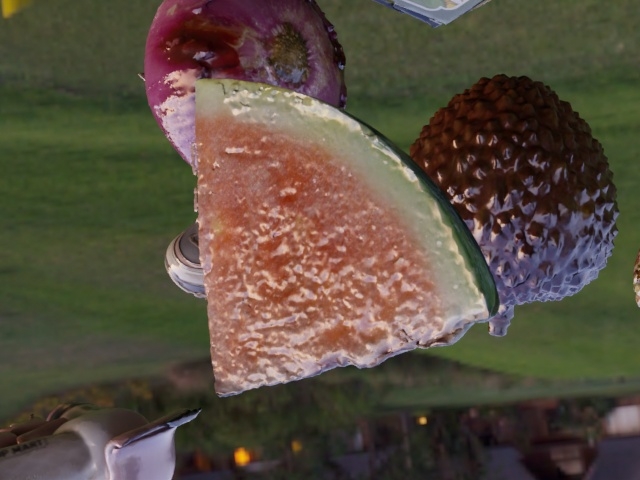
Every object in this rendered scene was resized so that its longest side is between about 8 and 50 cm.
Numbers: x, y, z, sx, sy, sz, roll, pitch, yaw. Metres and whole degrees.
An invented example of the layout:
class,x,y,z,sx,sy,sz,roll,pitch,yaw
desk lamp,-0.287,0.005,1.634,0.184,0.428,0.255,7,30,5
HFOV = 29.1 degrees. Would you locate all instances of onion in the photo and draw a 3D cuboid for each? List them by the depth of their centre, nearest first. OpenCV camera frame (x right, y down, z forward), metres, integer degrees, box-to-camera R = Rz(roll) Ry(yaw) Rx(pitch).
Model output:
class,x,y,z,sx,sy,sz,roll,pitch,yaw
onion,-0.128,-0.252,2.013,0.358,0.358,0.345,-4,155,-26

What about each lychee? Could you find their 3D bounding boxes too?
class,x,y,z,sx,sy,sz,roll,pitch,yaw
lychee,0.216,-0.040,1.427,0.276,0.304,0.276,0,-176,0

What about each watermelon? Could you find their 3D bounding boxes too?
class,x,y,z,sx,sy,sz,roll,pitch,yaw
watermelon,0.000,0.000,1.003,0.310,0.231,0.193,28,-151,11

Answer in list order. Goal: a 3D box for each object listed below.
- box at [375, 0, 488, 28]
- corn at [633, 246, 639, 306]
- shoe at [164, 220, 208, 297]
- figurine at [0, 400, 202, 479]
class,x,y,z,sx,sy,sz,roll,pitch,yaw
box,0.145,-0.477,1.679,0.373,0.138,0.420,18,158,-27
corn,0.363,-0.022,1.165,0.098,0.098,0.290,-11,-156,35
shoe,-0.066,-0.008,1.213,0.180,0.089,0.092,-19,152,-12
figurine,-0.194,0.314,0.995,0.211,0.361,0.253,1,-173,33
